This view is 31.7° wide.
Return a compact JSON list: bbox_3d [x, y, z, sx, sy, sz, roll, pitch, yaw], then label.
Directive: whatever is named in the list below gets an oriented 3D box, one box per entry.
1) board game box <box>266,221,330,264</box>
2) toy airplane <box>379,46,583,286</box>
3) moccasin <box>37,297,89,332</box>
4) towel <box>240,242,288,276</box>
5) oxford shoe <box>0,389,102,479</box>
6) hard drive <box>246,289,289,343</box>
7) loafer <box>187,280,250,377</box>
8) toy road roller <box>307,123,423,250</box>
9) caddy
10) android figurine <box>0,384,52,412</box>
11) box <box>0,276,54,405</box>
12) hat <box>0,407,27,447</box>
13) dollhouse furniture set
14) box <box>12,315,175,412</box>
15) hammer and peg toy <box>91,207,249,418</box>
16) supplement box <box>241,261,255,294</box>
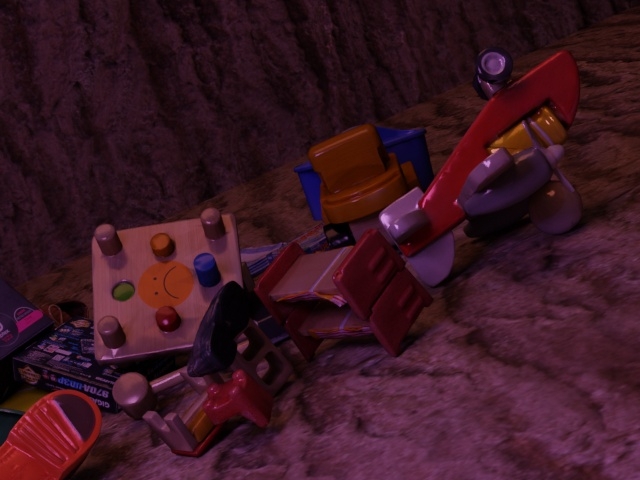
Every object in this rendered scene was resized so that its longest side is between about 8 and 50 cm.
[{"bbox_3d":[0.000,0.000,2.410,0.201,0.035,0.136,-31,14,-36],"label":"board game box"},{"bbox_3d":[0.280,-0.082,1.796,0.386,0.272,0.384,-49,-12,-46],"label":"toy airplane"},{"bbox_3d":[-0.570,0.201,2.404,0.147,0.139,0.380,-31,1,5],"label":"moccasin"},{"bbox_3d":[-0.220,0.081,2.481,0.285,0.034,0.209,-31,13,-35],"label":"towel"},{"bbox_3d":[-0.437,0.358,1.511,0.364,0.130,0.132,-40,-14,-35],"label":"oxford shoe"},{"bbox_3d":[-0.071,0.116,1.968,0.172,0.054,0.255,-25,12,-10],"label":"hard drive"},{"bbox_3d":[-0.141,0.117,1.525,0.061,0.062,0.170,-31,21,29],"label":"loafer"},{"bbox_3d":[0.084,-0.112,2.199,0.202,0.240,0.329,-22,16,6],"label":"toy road roller"},{"bbox_3d":[0.100,-0.170,2.540,0.341,0.179,0.241,-22,7,-42],"label":"caddy"},{"bbox_3d":[-0.491,0.292,1.984,0.248,0.056,0.273,-17,13,29],"label":"android figurine"},{"bbox_3d":[-0.616,0.222,2.024,0.165,0.143,0.270,-42,-12,-52],"label":"box"},{"bbox_3d":[-0.480,0.361,1.718,0.173,0.183,0.208,-4,-25,27],"label":"hat"},{"bbox_3d":[-0.039,0.163,1.565,0.201,0.152,0.374,-8,36,51],"label":"dollhouse furniture set"},{"bbox_3d":[-0.391,0.210,1.953,0.220,0.051,0.175,12,27,24],"label":"box"},{"bbox_3d":[-0.241,0.123,1.864,0.266,0.361,0.127,-10,-33,-1],"label":"hammer and peg toy"},{"bbox_3d":[-0.186,0.091,2.302,0.083,0.056,0.083,-21,11,10],"label":"supplement box"}]
